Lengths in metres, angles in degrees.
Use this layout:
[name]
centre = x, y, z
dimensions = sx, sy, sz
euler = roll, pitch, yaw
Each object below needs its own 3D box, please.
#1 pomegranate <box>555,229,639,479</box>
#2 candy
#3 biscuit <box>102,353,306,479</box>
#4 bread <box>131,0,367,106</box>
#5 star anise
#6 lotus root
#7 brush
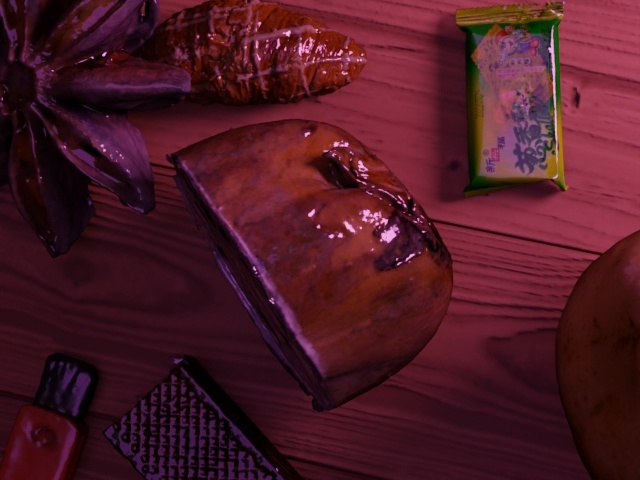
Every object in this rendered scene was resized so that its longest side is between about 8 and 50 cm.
[pomegranate]
centre = 0.359, 0.107, 1.336
dimensions = 0.333, 0.332, 0.332
euler = 0, 89, 11
[candy]
centre = 0.177, -0.130, 1.512
dimensions = 0.102, 0.032, 0.178
euler = -2, 89, 11
[biscuit]
centre = -0.088, 0.225, 1.539
dimensions = 0.106, 0.070, 0.252
euler = -43, 81, 6
[bread]
centre = -0.073, -0.179, 1.540
dimensions = 0.233, 0.076, 0.105
euler = 2, 91, 9
[star anise]
centre = -0.254, -0.146, 1.539
dimensions = 0.332, 0.117, 0.331
euler = 5, 101, 30
[lotus root]
centre = 0.000, 0.000, 1.450
dimensions = 0.192, 0.272, 0.272
euler = -30, 84, -1
[brush]
centre = -0.289, 0.266, 1.585
dimensions = 0.070, 0.051, 0.323
euler = 18, 93, 8
